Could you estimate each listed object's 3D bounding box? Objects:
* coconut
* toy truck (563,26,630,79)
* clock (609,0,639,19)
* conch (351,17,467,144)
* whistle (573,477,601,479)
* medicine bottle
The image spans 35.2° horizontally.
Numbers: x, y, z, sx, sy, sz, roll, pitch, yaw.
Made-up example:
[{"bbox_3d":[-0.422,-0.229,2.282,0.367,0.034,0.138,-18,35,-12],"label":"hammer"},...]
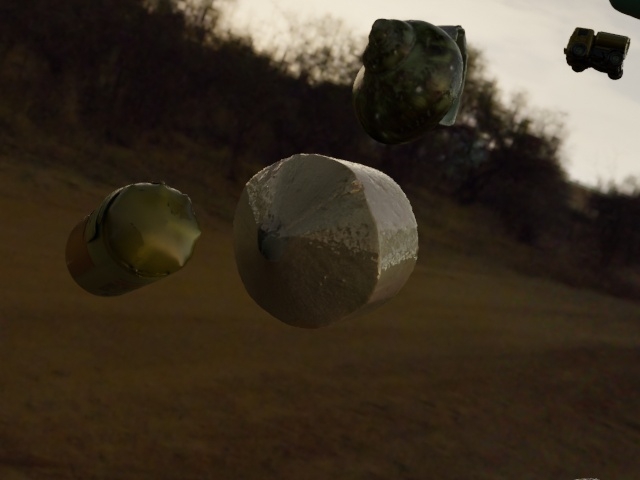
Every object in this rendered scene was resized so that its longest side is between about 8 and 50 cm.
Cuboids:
[{"bbox_3d":[0.000,0.000,1.365,0.239,0.239,0.244,23,12,23],"label":"coconut"},{"bbox_3d":[0.375,-0.258,1.372,0.083,0.054,0.049,16,-13,20],"label":"toy truck"},{"bbox_3d":[0.220,-0.140,0.261,0.116,0.231,0.262,-28,43,-27],"label":"clock"},{"bbox_3d":[0.108,-0.196,1.185,0.124,0.187,0.181,22,-26,8],"label":"conch"},{"bbox_3d":[0.273,0.326,1.134,0.105,0.085,0.227,5,-31,-19],"label":"whistle"},{"bbox_3d":[-0.232,0.000,1.230,0.124,0.124,0.239,19,-18,-21],"label":"medicine bottle"}]
